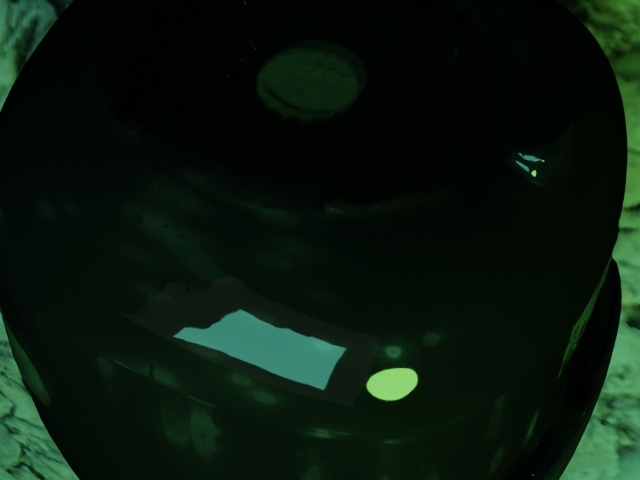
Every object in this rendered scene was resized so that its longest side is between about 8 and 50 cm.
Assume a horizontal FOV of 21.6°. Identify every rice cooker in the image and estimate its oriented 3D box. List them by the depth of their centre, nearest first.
[{"bbox_3d":[0.000,0.000,0.682,0.267,0.267,0.224,21,141,14],"label":"rice cooker"}]
